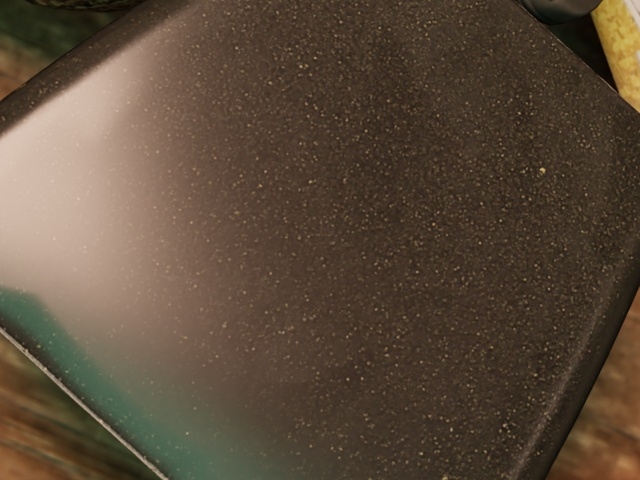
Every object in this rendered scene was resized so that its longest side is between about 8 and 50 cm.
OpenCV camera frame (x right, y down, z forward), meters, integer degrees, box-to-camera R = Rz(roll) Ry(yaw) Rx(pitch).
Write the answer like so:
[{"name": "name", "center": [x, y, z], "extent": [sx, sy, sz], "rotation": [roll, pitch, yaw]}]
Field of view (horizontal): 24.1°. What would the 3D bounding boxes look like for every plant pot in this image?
[{"name": "plant pot", "center": [0.000, 0.000, 0.475], "extent": [0.188, 0.187, 0.167], "rotation": [41, 83, 0]}]

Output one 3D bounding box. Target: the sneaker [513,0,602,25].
[{"name": "sneaker", "center": [0.023, -0.137, 0.460], "extent": [0.051, 0.089, 0.170], "rotation": [-29, 97, -41]}]

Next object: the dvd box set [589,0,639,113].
[{"name": "dvd box set", "center": [0.194, -0.195, 0.443], "extent": [0.307, 0.062, 0.420], "rotation": [-20, 92, 33]}]

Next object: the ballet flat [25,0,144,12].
[{"name": "ballet flat", "center": [-0.228, -0.234, 0.464], "extent": [0.482, 0.182, 0.164], "rotation": [32, 94, 1]}]
